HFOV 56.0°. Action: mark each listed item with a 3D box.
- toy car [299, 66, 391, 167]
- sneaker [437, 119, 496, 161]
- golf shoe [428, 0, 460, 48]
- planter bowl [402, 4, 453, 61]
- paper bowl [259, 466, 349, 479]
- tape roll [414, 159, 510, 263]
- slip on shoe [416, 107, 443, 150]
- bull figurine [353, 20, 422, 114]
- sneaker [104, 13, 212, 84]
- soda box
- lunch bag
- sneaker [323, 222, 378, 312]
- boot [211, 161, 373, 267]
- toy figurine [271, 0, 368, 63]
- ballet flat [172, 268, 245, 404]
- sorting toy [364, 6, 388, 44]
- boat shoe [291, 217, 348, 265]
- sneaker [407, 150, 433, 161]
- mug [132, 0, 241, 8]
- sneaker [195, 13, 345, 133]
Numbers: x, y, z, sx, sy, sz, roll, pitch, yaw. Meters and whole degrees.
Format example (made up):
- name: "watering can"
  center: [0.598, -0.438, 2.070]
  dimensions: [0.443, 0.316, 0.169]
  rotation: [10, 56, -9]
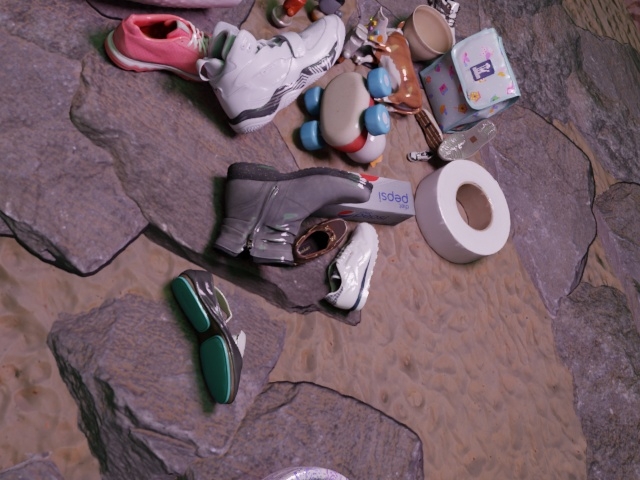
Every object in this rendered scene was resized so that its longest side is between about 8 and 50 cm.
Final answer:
- name: "toy car"
  center: [0.102, -0.291, 1.558]
  dimensions: [0.238, 0.219, 0.210]
  rotation: [39, 49, -52]
- name: "sneaker"
  center: [0.415, -0.272, 1.785]
  dimensions: [0.222, 0.118, 0.083]
  rotation: [-27, 84, -26]
- name: "golf shoe"
  center: [0.412, -0.726, 1.956]
  dimensions: [0.077, 0.094, 0.198]
  rotation: [-6, 78, -36]
- name: "planter bowl"
  center: [0.310, -0.615, 1.836]
  dimensions: [0.162, 0.109, 0.162]
  rotation: [12, 67, -30]
- name: "paper bowl"
  center: [-0.044, 0.579, 1.137]
  dimensions: [0.284, 0.148, 0.284]
  rotation: [13, 66, -30]
- name: "tape roll"
  center: [0.406, -0.082, 1.710]
  dimensions: [0.286, 0.100, 0.286]
  rotation: [12, 66, -29]
- name: "slip on shoe"
  center: [0.331, -0.331, 1.787]
  dimensions: [0.041, 0.051, 0.135]
  rotation: [-21, 80, -50]
- name: "bull figurine"
  center: [0.197, -0.503, 1.727]
  dimensions: [0.188, 0.101, 0.310]
  rotation: [-9, 72, -28]
- name: "sneaker"
  center: [-0.306, -0.433, 1.341]
  dimensions: [0.313, 0.136, 0.116]
  rotation: [-6, 78, -35]
- name: "soda box"
  center: [0.100, -0.107, 1.520]
  dimensions: [0.286, 0.091, 0.098]
  rotation: [6, 69, -32]
- name: "lunch bag"
  center: [0.449, -0.466, 1.779]
  dimensions: [0.160, 0.262, 0.223]
  rotation: [-12, 81, -36]
- name: "sneaker"
  center: [0.074, 0.053, 1.453]
  dimensions: [0.094, 0.090, 0.235]
  rotation: [21, 61, -16]
- name: "boot"
  center: [-0.057, -0.043, 1.324]
  dimensions: [0.338, 0.118, 0.223]
  rotation: [3, 72, 5]
- name: "toy figurine"
  center: [-0.002, -0.564, 1.595]
  dimensions: [0.209, 0.148, 0.213]
  rotation: [-24, 85, -43]
- name: "ballet flat"
  center: [-0.205, 0.184, 1.213]
  dimensions: [0.096, 0.095, 0.281]
  rotation: [-14, 81, -49]
- name: "sorting toy"
  center: [0.159, -0.595, 1.647]
  dimensions: [0.044, 0.075, 0.083]
  rotation: [-8, 65, -26]
- name: "boat shoe"
  center: [0.000, 0.000, 1.427]
  dimensions: [0.207, 0.073, 0.073]
  rotation: [-35, 93, -38]
- name: "sneaker"
  center: [0.288, -0.247, 1.732]
  dimensions: [0.083, 0.037, 0.032]
  rotation: [-10, 80, -34]
- name: "mug"
  center: [-0.374, -0.684, 1.334]
  dimensions: [0.328, 0.276, 0.374]
  rotation: [-13, 50, -29]
- name: "sneaker"
  center: [-0.110, -0.430, 1.362]
  dimensions: [0.366, 0.137, 0.210]
  rotation: [-45, 134, -6]
